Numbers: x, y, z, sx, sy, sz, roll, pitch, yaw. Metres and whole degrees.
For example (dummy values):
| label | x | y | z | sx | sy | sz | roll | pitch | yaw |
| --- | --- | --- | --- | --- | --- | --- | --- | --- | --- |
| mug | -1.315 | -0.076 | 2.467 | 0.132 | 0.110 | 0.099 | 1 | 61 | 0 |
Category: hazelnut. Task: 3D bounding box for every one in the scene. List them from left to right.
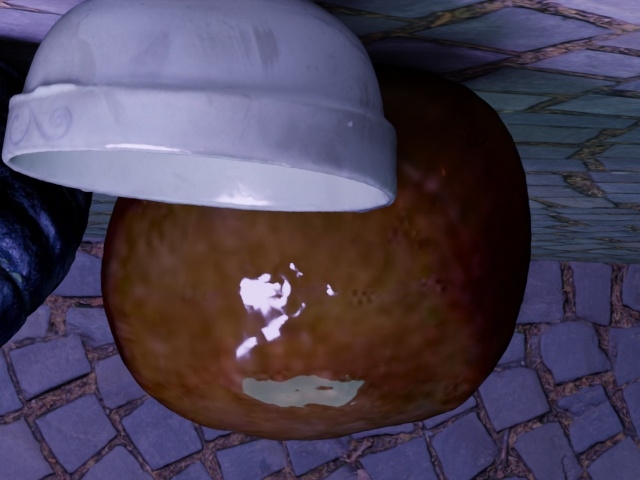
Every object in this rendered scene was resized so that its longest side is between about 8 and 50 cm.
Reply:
| label | x | y | z | sx | sy | sz | roll | pitch | yaw |
| --- | --- | --- | --- | --- | --- | --- | --- | --- | --- |
| hazelnut | 0.000 | 0.000 | 1.739 | 0.353 | 0.421 | 0.421 | 47 | 152 | -25 |

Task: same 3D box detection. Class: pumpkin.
| label | x | y | z | sx | sy | sz | roll | pitch | yaw |
| --- | --- | --- | --- | --- | --- | --- | --- | --- | --- |
| pumpkin | -0.387 | -0.014 | 1.663 | 0.363 | 0.363 | 0.266 | -4 | 131 | 49 |

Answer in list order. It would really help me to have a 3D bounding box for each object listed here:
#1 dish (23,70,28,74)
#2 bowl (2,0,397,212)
| label | x | y | z | sx | sy | sz | roll | pitch | yaw |
| --- | --- | --- | --- | --- | --- | --- | --- | --- | --- |
| dish | -0.320 | -0.152 | 1.836 | 0.137 | 0.039 | 0.091 | -4 | 168 | 44 |
| bowl | -0.089 | -0.116 | 1.418 | 0.307 | 0.163 | 0.307 | 2 | 176 | 0 |
